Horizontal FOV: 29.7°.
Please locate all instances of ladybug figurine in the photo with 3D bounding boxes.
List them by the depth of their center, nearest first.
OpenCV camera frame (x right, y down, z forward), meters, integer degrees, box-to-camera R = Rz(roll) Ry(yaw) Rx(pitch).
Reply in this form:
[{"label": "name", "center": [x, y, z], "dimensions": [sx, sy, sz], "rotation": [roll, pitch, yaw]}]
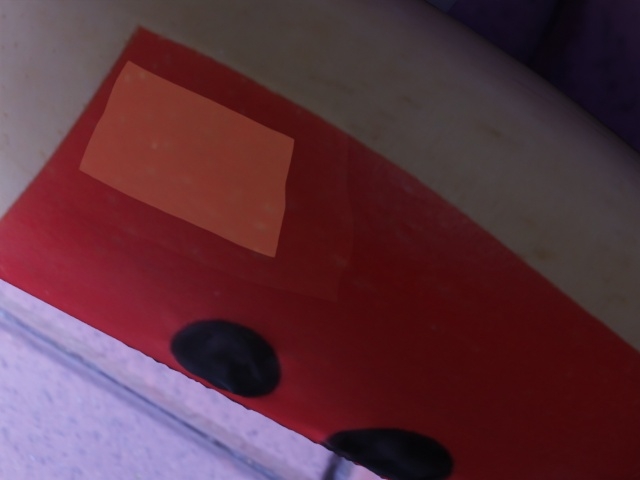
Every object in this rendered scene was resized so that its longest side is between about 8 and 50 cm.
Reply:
[{"label": "ladybug figurine", "center": [0.000, 0.000, 0.534], "dimensions": [0.449, 0.161, 0.305], "rotation": [29, 171, -14]}]

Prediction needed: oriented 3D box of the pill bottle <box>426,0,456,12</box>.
[{"label": "pill bottle", "center": [-0.048, -0.208, 0.508], "dimensions": [0.272, 0.152, 0.152], "rotation": [26, 132, 12]}]
